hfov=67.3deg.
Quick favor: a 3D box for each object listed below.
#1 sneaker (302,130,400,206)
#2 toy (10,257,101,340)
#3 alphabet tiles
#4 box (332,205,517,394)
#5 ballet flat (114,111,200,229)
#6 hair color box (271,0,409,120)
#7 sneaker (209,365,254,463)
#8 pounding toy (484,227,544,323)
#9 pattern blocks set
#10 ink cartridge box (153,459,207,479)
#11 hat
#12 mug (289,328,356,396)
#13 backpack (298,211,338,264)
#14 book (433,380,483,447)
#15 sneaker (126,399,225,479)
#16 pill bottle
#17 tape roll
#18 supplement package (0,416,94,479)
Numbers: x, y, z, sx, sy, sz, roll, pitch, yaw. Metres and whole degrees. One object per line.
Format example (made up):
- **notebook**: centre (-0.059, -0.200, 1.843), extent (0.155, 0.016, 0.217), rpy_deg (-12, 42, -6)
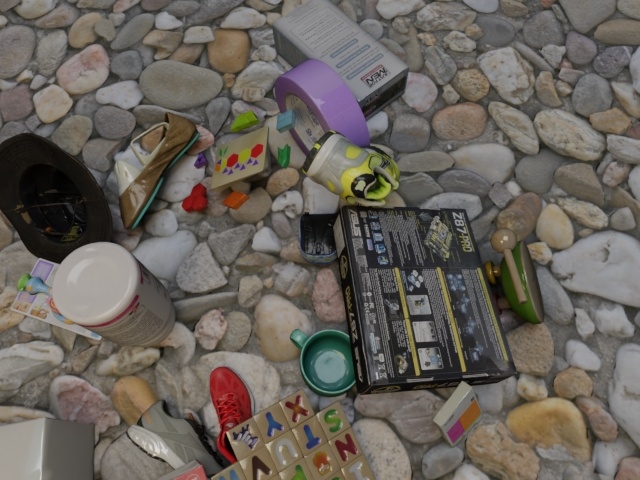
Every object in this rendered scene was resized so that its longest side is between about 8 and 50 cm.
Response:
- **sneaker**: centre (0.103, -0.127, 1.073), extent (0.147, 0.384, 0.145), rpy_deg (42, 111, 20)
- **toy**: centre (-0.601, 0.130, 1.128), extent (0.237, 0.056, 0.137), rpy_deg (16, 69, 9)
- **alphabet tiles**: centre (-0.032, 0.478, 0.907), extent (0.284, 0.011, 0.343), rpy_deg (-22, 82, -26)
- **box**: centre (0.208, 0.112, 1.034), extent (0.317, 0.097, 0.396), rpy_deg (-1, 61, -14)
- **ballet flat**: centre (-0.438, -0.194, 1.220), extent (0.124, 0.116, 0.343), rpy_deg (38, 66, -25)
- **hair color box**: centre (0.051, -0.515, 1.360), extent (0.185, 0.114, 0.374), rpy_deg (-38, 70, -13)
- **sneaker**: centre (-0.176, 0.351, 0.977), extent (0.086, 0.128, 0.221), rpy_deg (-27, 68, -10)
- **pounding toy**: centre (0.404, 0.091, 1.051), extent (0.110, 0.236, 0.183), rpy_deg (-16, 61, 29)
- **pattern blocks set**: centre (-0.200, -0.200, 1.194), extent (0.324, 0.026, 0.286), rpy_deg (-6, 63, 34)
- **ink cartridge box**: centre (-0.231, 0.507, 0.835), extent (0.115, 0.067, 0.198), rpy_deg (-19, 85, -26)
- **hat**: centre (-0.610, -0.105, 1.156), extent (0.330, 0.332, 0.134), rpy_deg (16, 29, 9)
- **mug**: centre (0.016, 0.254, 1.028), extent (0.129, 0.097, 0.158), rpy_deg (-17, 66, -9)
- **backpack**: centre (0.000, 0.000, 1.149), extent (0.104, 0.084, 0.115), rpy_deg (1, 61, 3)
- **book**: centre (0.273, 0.350, 0.954), extent (0.096, 0.144, 0.035), rpy_deg (-45, 48, -15)
- **sneaker**: centre (-0.258, 0.420, 0.968), extent (0.271, 0.100, 0.108), rpy_deg (28, 62, 12)
- **pill bottle**: centre (-0.408, 0.128, 0.998), extent (0.160, 0.283, 0.161), rpy_deg (-1, 66, 2)
- **tape roll**: centre (0.001, -0.294, 1.175), extent (0.090, 0.275, 0.275), rpy_deg (-34, 70, -13)
- **supplement package**: centre (-0.599, 0.464, 0.903), extent (0.262, 0.198, 0.200), rpy_deg (-10, 66, -2)
